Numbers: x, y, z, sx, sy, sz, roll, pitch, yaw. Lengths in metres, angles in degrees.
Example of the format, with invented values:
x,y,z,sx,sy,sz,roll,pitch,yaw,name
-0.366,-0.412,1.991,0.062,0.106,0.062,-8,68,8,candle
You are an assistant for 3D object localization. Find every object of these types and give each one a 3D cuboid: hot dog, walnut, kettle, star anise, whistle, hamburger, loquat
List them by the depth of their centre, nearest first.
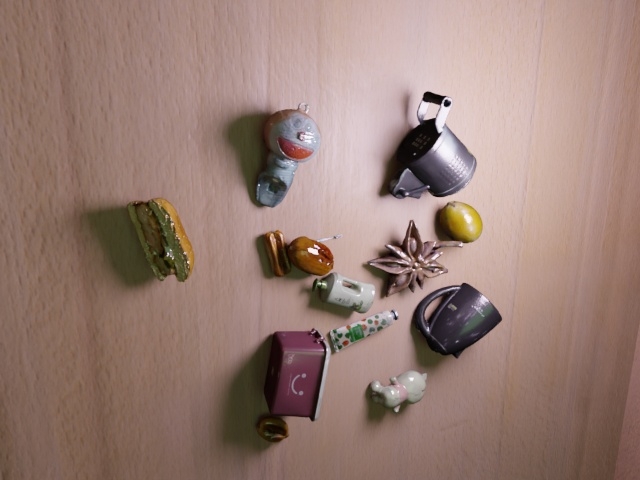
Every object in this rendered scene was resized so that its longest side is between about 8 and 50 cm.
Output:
x,y,z,sx,sy,sz,roll,pitch,yaw,name
-0.442,-0.008,1.213,0.124,0.131,0.262,-6,112,13,hamburger
-0.108,-0.259,1.296,0.189,0.189,0.348,16,105,-26,whistle
-0.141,0.047,1.403,0.071,0.045,0.165,-19,108,-21,hot dog
-0.026,0.057,1.419,0.207,0.116,0.116,31,87,-35,walnut
-0.166,0.687,1.521,0.140,0.060,0.090,24,94,-19,hot dog
0.355,0.076,1.590,0.292,0.109,0.349,37,101,-32,star anise
0.545,-0.074,1.624,0.152,0.152,0.195,-34,109,-14,loquat
0.532,0.318,1.697,0.290,0.207,0.268,-41,85,-2,kettle

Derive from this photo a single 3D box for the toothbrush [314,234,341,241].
x,y,z,sx,sy,sz,roll,pitch,yaw,name
0.000,0.000,1.473,0.167,0.014,0.011,-13,89,-21,toothbrush

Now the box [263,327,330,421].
x,y,z,sx,sy,sz,roll,pitch,yaw,name
-0.089,0.454,1.439,0.167,0.193,0.294,8,98,-17,box

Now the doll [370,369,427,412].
x,y,z,sx,sy,sz,roll,pitch,yaw,name
0.338,0.611,1.695,0.275,0.113,0.155,-5,100,-22,doll

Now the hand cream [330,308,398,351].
x,y,z,sx,sy,sz,roll,pitch,yaw,name
0.170,0.335,1.599,0.276,0.059,0.095,-21,106,-14,hand cream

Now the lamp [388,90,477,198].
x,y,z,sx,sy,sz,roll,pitch,yaw,name
0.425,-0.297,1.492,0.272,0.205,0.374,17,110,-21,lamp

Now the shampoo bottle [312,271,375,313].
x,y,z,sx,sy,sz,roll,pitch,yaw,name
0.077,0.183,1.505,0.234,0.087,0.118,20,95,-26,shampoo bottle
